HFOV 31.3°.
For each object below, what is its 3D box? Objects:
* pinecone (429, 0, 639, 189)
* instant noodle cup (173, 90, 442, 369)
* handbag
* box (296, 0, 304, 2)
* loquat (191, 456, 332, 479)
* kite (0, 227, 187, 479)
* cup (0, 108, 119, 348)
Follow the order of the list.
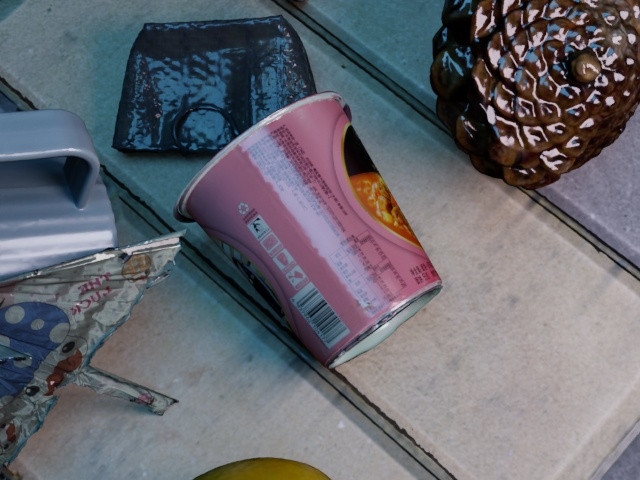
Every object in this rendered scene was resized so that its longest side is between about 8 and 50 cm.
[{"bbox_3d":[0.251,-0.207,1.301,0.242,0.296,0.298,31,92,11],"label":"pinecone"},{"bbox_3d":[0.000,0.000,1.290,0.244,0.244,0.255,-35,79,-9],"label":"instant noodle cup"},{"bbox_3d":[-0.127,-0.187,1.437,0.270,0.088,0.175,-2,76,4],"label":"handbag"},{"bbox_3d":[-0.063,-0.448,1.492,0.135,0.163,0.243,13,72,19],"label":"box"},{"bbox_3d":[-0.060,0.335,1.160,0.244,0.244,0.244,-2,69,4],"label":"loquat"},{"bbox_3d":[-0.285,0.130,1.199,0.406,0.368,0.014,-51,47,7],"label":"kite"},{"bbox_3d":[-0.394,-0.007,1.214,0.311,0.331,0.257,-6,27,-33],"label":"cup"}]
